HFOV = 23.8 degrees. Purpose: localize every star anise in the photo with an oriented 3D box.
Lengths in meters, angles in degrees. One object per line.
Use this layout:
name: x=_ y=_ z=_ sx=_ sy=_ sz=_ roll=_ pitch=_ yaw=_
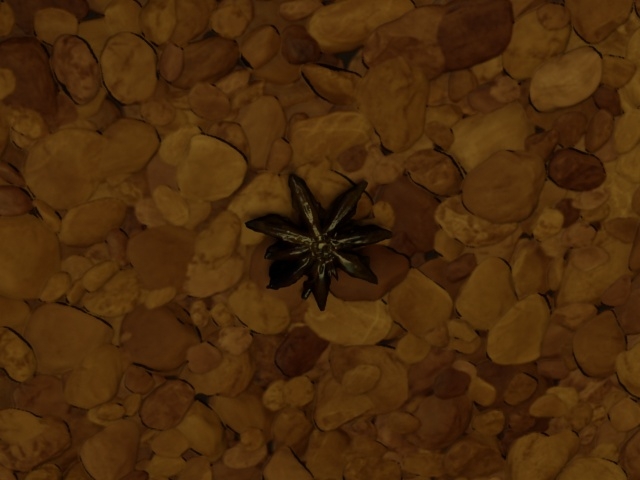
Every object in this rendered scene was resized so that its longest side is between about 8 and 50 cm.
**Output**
star anise: x=-0.001 y=0.000 z=1.669 sx=0.168 sy=0.057 sz=0.167 roll=-4 pitch=117 yaw=-7
